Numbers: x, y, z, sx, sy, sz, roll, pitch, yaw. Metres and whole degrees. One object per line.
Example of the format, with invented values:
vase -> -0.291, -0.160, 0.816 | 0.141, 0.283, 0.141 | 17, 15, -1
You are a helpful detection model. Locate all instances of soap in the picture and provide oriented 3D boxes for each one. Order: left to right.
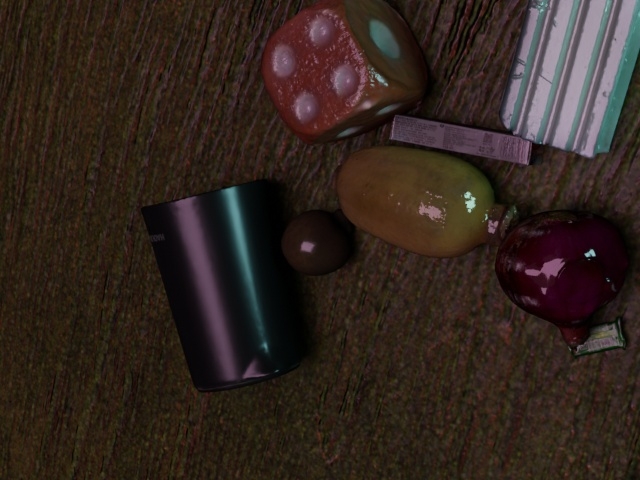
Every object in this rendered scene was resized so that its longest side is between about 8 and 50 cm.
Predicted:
soap -> 0.339, -0.254, 1.536 | 0.150, 0.094, 0.261 | 21, 107, 24

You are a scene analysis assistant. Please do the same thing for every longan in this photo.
longan -> 0.000, 0.000, 1.791 | 0.119, 0.106, 0.106 | -40, 70, -13

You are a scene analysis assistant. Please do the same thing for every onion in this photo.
onion -> 0.332, 0.058, 1.540 | 0.173, 0.135, 0.198 | -20, 99, -3

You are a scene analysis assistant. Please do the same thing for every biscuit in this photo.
biscuit -> 0.380, 0.136, 1.606 | 0.089, 0.016, 0.046 | -18, 86, 33

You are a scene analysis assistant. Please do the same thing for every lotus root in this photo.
lotus root -> 0.140, -0.059, 1.664 | 0.303, 0.131, 0.146 | 18, 108, 30

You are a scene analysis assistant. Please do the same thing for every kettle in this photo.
kettle -> -0.174, 0.076, 1.852 | 0.262, 0.203, 0.308 | -11, 94, 32

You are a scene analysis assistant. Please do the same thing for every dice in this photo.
dice -> 0.034, -0.243, 1.680 | 0.179, 0.175, 0.174 | -32, 81, 31

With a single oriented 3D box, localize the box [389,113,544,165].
box -> 0.207, -0.145, 1.654 | 0.218, 0.055, 0.040 | 14, 104, 31
